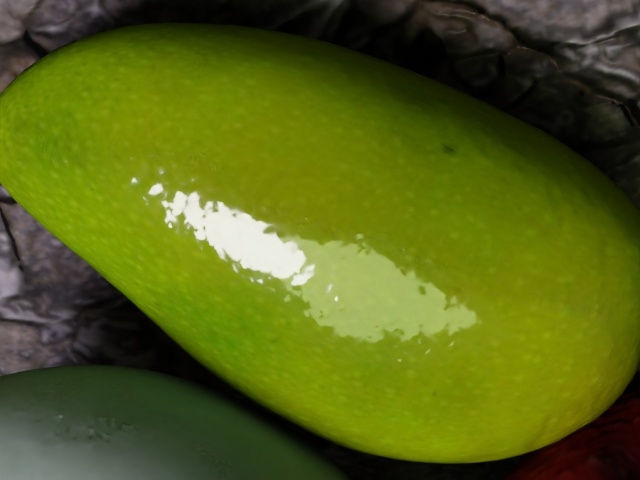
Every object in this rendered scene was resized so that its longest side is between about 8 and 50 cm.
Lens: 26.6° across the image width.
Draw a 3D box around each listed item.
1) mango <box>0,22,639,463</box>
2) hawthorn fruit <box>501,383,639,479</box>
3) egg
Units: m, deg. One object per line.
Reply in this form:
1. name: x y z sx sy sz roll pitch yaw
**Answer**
1. mango: 0.000 0.000 0.671 0.343 0.156 0.192 23 115 -6
2. hawthorn fruit: 0.208 0.233 0.738 0.295 0.295 0.311 0 123 7
3. egg: -0.078 0.225 0.699 0.276 0.276 0.389 -23 126 22
